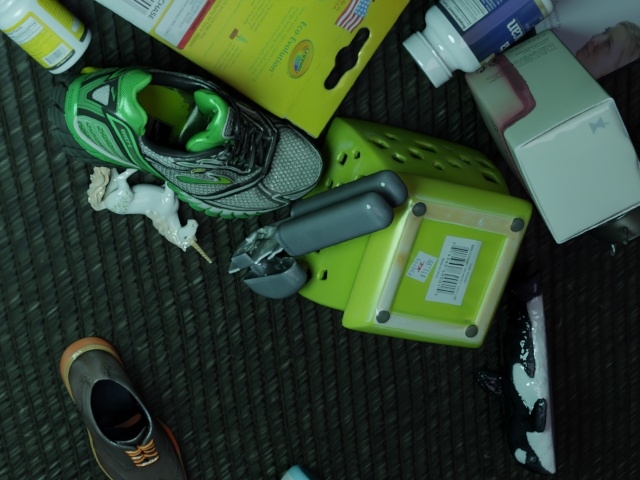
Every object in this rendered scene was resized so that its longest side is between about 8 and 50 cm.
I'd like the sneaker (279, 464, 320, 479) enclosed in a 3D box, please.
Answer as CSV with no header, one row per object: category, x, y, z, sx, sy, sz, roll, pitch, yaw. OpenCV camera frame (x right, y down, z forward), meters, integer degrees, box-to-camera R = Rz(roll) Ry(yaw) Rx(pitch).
sneaker,-0.005,0.467,1.966,0.208,0.127,0.319,-43,112,-4

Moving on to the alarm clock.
alarm clock,0.402,-0.075,1.909,0.064,0.129,0.192,36,73,-33

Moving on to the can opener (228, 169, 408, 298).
can opener,0.000,0.000,1.688,0.095,0.283,0.076,50,50,-20

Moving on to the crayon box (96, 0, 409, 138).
crayon box,-0.080,-0.276,1.630,0.318,0.081,0.202,32,97,-31

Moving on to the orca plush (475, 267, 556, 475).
orca plush,0.256,0.183,1.970,0.102,0.151,0.287,-3,121,12

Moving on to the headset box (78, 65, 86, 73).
headset box,-0.246,-0.146,1.642,0.083,0.032,0.062,30,98,-32

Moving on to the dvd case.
dvd case,0.375,-0.301,1.854,0.253,0.022,0.180,-27,120,-11

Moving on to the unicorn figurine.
unicorn figurine,-0.194,-0.050,1.699,0.162,0.060,0.111,12,108,-11

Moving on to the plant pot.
plant pot,0.113,0.002,1.764,0.227,0.207,0.228,11,106,-27

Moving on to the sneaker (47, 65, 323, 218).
sneaker,-0.123,-0.104,1.614,0.343,0.146,0.134,12,82,-42

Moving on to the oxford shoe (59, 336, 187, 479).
oxford shoe,-0.233,0.246,1.781,0.097,0.098,0.271,-33,121,-8

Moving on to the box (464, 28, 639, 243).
box,0.280,-0.128,1.751,0.127,0.232,0.148,-27,119,5

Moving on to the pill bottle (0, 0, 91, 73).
pill bottle,-0.305,-0.237,1.557,0.065,0.065,0.116,-47,122,1

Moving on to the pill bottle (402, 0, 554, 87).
pill bottle,0.185,-0.259,1.741,0.169,0.094,0.094,-37,122,6
